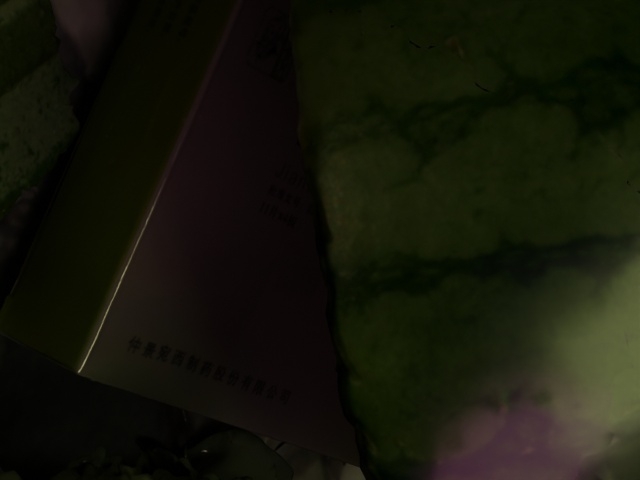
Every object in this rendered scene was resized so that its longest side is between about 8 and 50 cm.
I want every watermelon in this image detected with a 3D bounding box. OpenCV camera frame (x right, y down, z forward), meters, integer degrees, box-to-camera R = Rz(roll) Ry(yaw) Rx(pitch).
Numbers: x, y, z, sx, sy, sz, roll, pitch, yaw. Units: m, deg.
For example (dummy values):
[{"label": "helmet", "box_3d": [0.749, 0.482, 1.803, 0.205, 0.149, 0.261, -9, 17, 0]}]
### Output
[{"label": "watermelon", "box_3d": [0.122, 0.009, 0.620, 0.331, 0.189, 0.330, 48, 32, -43]}]

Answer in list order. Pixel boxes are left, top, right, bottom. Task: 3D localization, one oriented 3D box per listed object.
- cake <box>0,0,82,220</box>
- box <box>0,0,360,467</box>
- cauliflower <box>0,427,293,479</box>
[{"label": "cake", "box_3d": [-0.164, -0.019, 0.602, 0.235, 0.099, 0.100, -31, 125, -31]}, {"label": "box", "box_3d": [0.001, 0.001, 0.764, 0.260, 0.062, 0.175, 25, 88, -47]}, {"label": "cauliflower", "box_3d": [-0.074, 0.203, 0.652, 0.281, 0.327, 0.260, 26, 81, -71]}]
